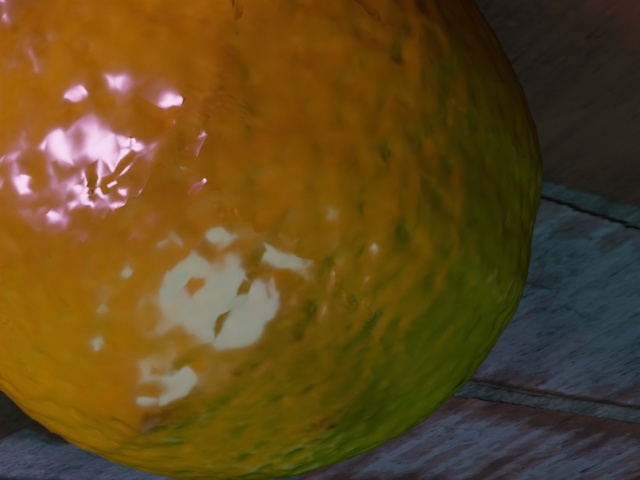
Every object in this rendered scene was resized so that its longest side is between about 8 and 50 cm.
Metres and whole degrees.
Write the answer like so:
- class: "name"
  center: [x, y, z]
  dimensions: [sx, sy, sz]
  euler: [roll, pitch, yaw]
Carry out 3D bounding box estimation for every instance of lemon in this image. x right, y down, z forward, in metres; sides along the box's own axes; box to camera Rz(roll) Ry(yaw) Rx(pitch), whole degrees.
- class: "lemon"
  center: [-0.048, -0.031, 0.560]
  dimensions: [0.336, 0.336, 0.336]
  euler: [-9, 149, -5]
